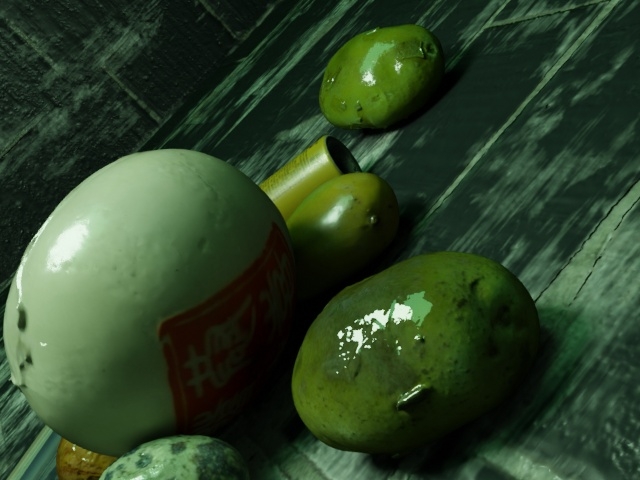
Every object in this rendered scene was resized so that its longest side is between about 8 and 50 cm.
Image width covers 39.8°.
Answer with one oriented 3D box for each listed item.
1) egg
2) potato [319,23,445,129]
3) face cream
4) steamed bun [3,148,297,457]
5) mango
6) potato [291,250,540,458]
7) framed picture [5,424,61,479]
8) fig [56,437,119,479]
[{"bbox_3d":[-0.156,0.276,0.923,0.182,0.141,0.141,-31,22,8],"label":"egg"},{"bbox_3d":[0.096,-0.274,1.497,0.253,0.148,0.186,-27,24,41],"label":"potato"},{"bbox_3d":[-0.092,-0.033,1.449,0.349,0.105,0.105,-35,22,23],"label":"face cream"},{"bbox_3d":[-0.165,0.084,1.034,0.241,0.374,0.374,20,60,27],"label":"steamed bun"},{"bbox_3d":[0.000,0.000,1.195,0.251,0.114,0.156,-32,35,29],"label":"mango"},{"bbox_3d":[0.078,0.102,0.813,0.228,0.149,0.197,-11,52,52],"label":"potato"},{"bbox_3d":[-0.386,0.304,1.465,0.326,0.028,0.446,-22,30,46],"label":"framed picture"},{"bbox_3d":[-0.247,0.282,1.146,0.201,0.134,0.146,12,85,44],"label":"fig"}]
